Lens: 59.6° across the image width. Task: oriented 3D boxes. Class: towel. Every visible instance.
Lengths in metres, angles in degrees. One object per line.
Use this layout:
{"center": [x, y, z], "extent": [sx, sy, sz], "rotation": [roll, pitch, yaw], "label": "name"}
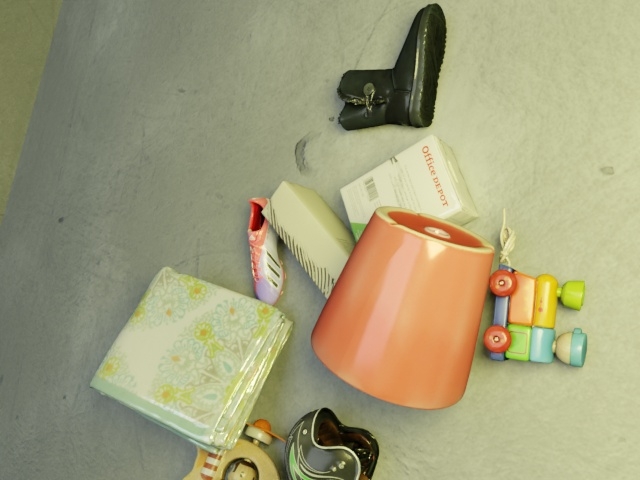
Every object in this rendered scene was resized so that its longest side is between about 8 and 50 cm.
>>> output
{"center": [-0.282, 0.249, 1.226], "extent": [0.374, 0.090, 0.321], "rotation": [17, 63, 22], "label": "towel"}

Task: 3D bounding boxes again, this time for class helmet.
{"center": [0.012, 0.404, 1.034], "extent": [0.161, 0.169, 0.170], "rotation": [16, 91, 23], "label": "helmet"}

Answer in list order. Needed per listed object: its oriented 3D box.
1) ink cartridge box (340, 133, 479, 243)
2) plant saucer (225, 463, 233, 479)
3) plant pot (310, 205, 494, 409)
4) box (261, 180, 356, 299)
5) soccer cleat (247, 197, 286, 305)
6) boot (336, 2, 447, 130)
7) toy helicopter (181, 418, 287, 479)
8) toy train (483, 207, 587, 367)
{"center": [0.163, -0.071, 1.051], "extent": [0.219, 0.092, 0.160], "rotation": [-28, 66, 30], "label": "ink cartridge box"}
{"center": [-0.190, 0.561, 1.255], "extent": [0.067, 0.018, 0.192], "rotation": [-45, 56, 23], "label": "plant saucer"}
{"center": [0.144, 0.090, 0.897], "extent": [0.275, 0.274, 0.243], "rotation": [30, 109, 38], "label": "plant pot"}
{"center": [0.000, 0.000, 1.157], "extent": [0.094, 0.113, 0.275], "rotation": [-53, 53, 19], "label": "box"}
{"center": [-0.132, 0.024, 1.265], "extent": [0.083, 0.095, 0.248], "rotation": [-5, 78, 38], "label": "soccer cleat"}
{"center": [0.135, -0.344, 1.126], "extent": [0.207, 0.094, 0.247], "rotation": [9, 93, 35], "label": "boot"}
{"center": [-0.214, 0.437, 1.203], "extent": [0.235, 0.140, 0.355], "rotation": [-40, 68, -11], "label": "toy helicopter"}
{"center": [0.347, 0.072, 0.879], "extent": [0.143, 0.105, 0.248], "rotation": [5, 84, 29], "label": "toy train"}
